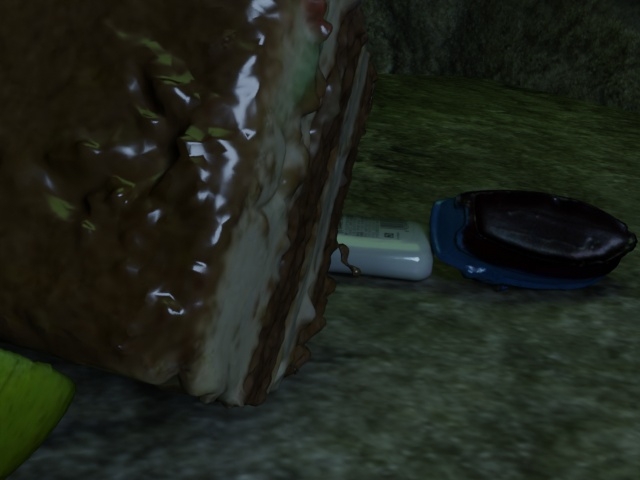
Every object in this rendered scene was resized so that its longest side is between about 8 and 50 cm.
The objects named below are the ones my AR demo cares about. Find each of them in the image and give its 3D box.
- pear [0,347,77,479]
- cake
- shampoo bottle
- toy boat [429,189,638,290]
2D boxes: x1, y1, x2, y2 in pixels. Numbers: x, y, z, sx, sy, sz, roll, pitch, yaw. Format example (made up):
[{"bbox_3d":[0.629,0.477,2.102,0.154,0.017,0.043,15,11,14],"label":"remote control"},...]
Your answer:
[{"bbox_3d":[-0.245,0.083,0.416,0.288,0.139,0.239,5,-8,31],"label":"pear"},{"bbox_3d":[-0.122,-0.052,0.559,0.282,0.256,0.290,12,-8,12],"label":"cake"},{"bbox_3d":[0.000,0.000,0.904,0.220,0.051,0.108,5,19,2],"label":"shampoo bottle"},{"bbox_3d":[0.207,0.006,0.899,0.223,0.100,0.097,7,-23,-23],"label":"toy boat"}]
